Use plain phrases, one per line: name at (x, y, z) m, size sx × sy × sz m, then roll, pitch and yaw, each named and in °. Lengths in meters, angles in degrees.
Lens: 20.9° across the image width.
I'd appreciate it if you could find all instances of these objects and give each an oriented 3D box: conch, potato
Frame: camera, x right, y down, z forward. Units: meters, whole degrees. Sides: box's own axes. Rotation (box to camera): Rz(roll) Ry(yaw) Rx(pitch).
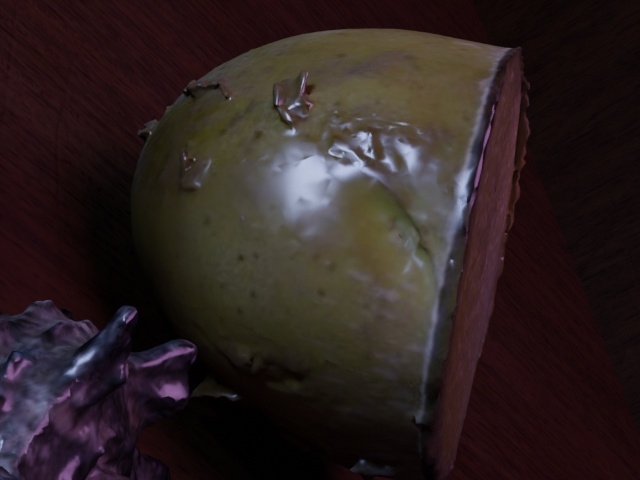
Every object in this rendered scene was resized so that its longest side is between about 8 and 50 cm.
conch at (-0.159, 0.154, 0.990) m, size 0.313 × 0.186 × 0.240 m, roll -124°, pitch -150°, yaw -86°
potato at (0.000, 0.000, 1.509) m, size 0.442 × 0.319 × 0.385 m, roll 17°, pitch 85°, yaw -77°
